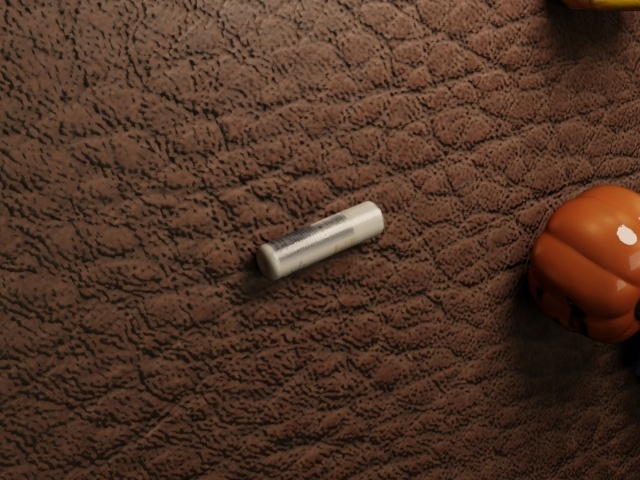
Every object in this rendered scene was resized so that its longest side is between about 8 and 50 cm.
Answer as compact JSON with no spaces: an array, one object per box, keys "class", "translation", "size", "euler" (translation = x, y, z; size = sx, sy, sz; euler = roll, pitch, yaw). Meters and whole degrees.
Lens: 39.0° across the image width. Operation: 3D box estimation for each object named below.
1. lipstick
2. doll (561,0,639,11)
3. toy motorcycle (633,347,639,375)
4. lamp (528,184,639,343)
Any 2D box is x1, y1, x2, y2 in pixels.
[{"class":"lipstick","translation":[0.000,0.000,0.935],"size":[0.141,0.040,0.040],"euler":[-23,109,-27]},{"class":"doll","translation":[0.352,-0.383,1.037],"size":[0.167,0.162,0.269],"euler":[-5,90,-17]},{"class":"toy motorcycle","translation":[0.569,0.099,1.262],"size":[0.358,0.125,0.212],"euler":[-13,102,-31]},{"class":"lamp","translation":[0.336,0.024,1.084],"size":[0.188,0.164,0.187],"euler":[-24,134,-28]}]
